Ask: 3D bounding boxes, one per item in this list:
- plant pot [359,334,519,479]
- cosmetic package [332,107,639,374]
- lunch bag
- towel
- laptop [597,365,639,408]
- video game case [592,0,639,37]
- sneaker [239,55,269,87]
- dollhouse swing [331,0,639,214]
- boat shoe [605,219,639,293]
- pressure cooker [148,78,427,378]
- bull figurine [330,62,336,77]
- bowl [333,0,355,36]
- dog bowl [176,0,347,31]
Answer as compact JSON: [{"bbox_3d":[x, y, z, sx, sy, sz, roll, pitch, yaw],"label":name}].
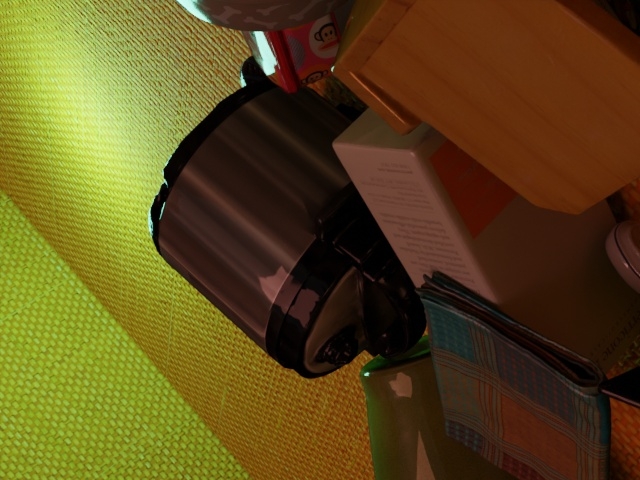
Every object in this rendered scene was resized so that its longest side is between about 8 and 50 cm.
[{"bbox_3d":[0.227,0.327,1.970,0.366,0.366,0.353,-16,96,62],"label":"plant pot"},{"bbox_3d":[0.233,-0.011,1.576,0.161,0.230,0.453,12,142,52],"label":"cosmetic package"},{"bbox_3d":[-0.071,-0.374,1.786,0.293,0.120,0.258,-123,12,-54],"label":"lunch bag"},{"bbox_3d":[0.252,0.217,1.587,0.271,0.040,0.370,30,153,31],"label":"towel"},{"bbox_3d":[0.545,0.302,1.433,0.382,0.408,0.236,20,105,33],"label":"laptop"},{"bbox_3d":[0.345,-0.272,1.269,0.232,0.042,0.210,85,160,-64],"label":"video game case"},{"bbox_3d":[-0.073,-0.221,2.112,0.211,0.080,0.081,66,169,-14],"label":"sneaker"},{"bbox_3d":[0.223,-0.250,1.264,0.305,0.315,0.347,23,156,-10],"label":"dollhouse swing"},{"bbox_3d":[0.467,0.055,1.494,0.267,0.096,0.088,44,148,19],"label":"boat shoe"},{"bbox_3d":[-0.004,0.005,1.890,0.420,0.370,0.375,40,116,23],"label":"pressure cooker"},{"bbox_3d":[0.138,-0.220,1.674,0.188,0.101,0.310,-18,111,39],"label":"bull figurine"},{"bbox_3d":[0.055,-0.361,1.744,0.142,0.053,0.142,3,123,59],"label":"bowl"},{"bbox_3d":[-0.072,-0.417,1.591,0.349,0.349,0.102,42,164,24],"label":"dog bowl"}]
